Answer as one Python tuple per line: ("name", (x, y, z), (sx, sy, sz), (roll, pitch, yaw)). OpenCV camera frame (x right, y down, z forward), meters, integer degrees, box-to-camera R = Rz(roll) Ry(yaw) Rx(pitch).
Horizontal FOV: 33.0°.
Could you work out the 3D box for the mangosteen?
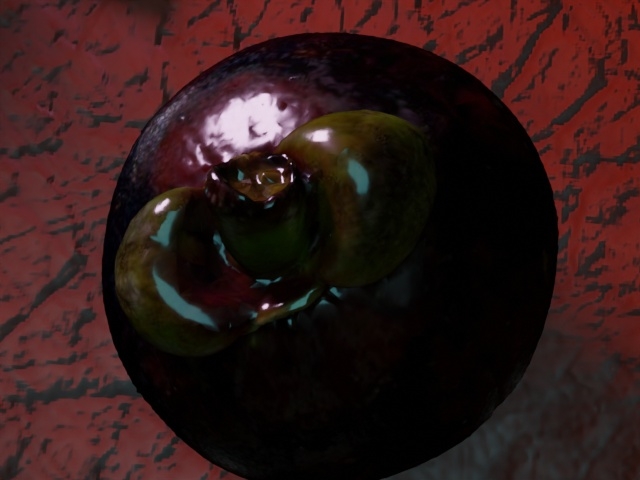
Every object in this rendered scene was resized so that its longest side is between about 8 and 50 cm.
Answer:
("mangosteen", (0.007, 0.001, 0.493), (0.216, 0.216, 0.216), (1, 78, -3))
